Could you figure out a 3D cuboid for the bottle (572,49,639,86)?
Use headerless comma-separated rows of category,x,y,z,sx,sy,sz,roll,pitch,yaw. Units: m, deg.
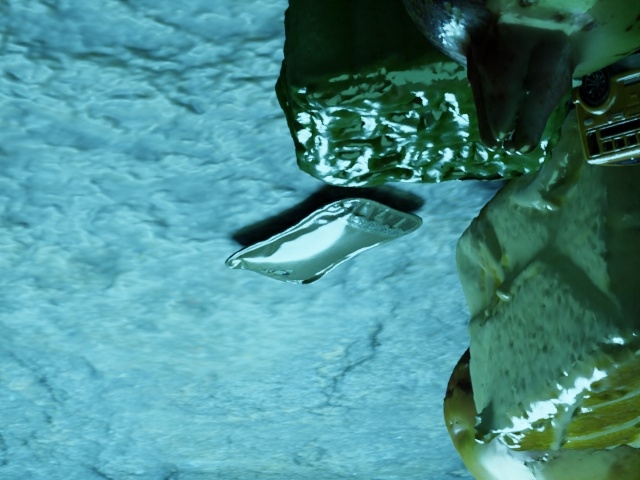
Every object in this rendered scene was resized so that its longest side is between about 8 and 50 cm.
bottle,0.247,-0.188,1.450,0.083,0.083,0.270,2,164,-12

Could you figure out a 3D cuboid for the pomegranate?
pomegranate,0.151,-0.172,1.260,0.214,0.248,0.214,8,162,3

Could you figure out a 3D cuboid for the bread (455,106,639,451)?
bread,0.356,0.046,1.755,0.371,0.279,0.390,2,156,-17

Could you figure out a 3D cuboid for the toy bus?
toy bus,0.296,-0.113,1.414,0.083,0.088,0.194,-2,173,-34

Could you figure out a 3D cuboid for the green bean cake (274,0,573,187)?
green bean cake,0.084,-0.135,1.489,0.248,0.125,0.222,-3,157,0

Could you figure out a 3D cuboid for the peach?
peach,0.322,0.203,2.084,0.372,0.290,0.372,20,-179,0

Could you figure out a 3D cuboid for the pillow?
pillow,0.000,0.001,1.903,0.130,0.033,0.217,17,149,-41
